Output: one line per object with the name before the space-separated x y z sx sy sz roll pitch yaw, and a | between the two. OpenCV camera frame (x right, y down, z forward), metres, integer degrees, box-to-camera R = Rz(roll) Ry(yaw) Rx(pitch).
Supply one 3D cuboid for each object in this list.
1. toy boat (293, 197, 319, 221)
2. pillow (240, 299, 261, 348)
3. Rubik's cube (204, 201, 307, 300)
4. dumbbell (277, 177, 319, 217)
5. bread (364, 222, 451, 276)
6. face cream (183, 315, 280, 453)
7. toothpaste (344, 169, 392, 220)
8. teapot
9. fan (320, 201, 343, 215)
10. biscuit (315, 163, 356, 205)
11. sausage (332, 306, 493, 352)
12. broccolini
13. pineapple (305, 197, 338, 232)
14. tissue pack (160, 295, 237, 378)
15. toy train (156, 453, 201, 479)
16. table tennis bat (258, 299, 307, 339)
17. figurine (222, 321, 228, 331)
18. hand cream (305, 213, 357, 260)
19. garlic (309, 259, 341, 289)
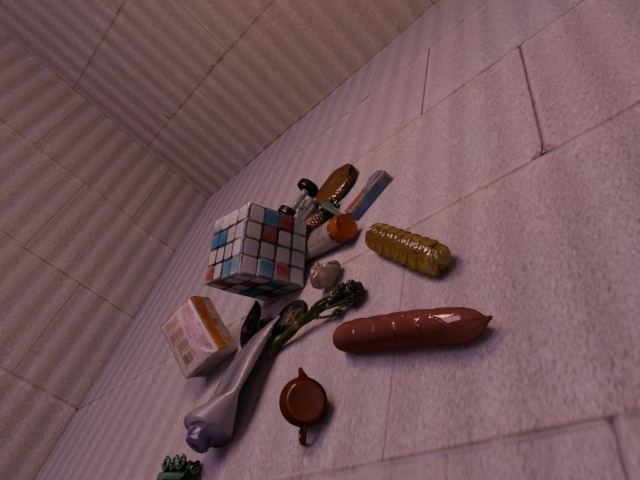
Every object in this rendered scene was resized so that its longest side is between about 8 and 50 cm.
toy boat | -0.122 -0.029 1.911 0.319 0.092 0.141 -56 21 -14
pillow | -0.238 0.286 1.630 0.150 0.048 0.090 -66 -6 25
Rubik's cube | -0.220 0.046 1.666 0.256 0.253 0.259 -23 58 48
dumbbell | -0.096 -0.172 2.091 0.191 0.100 0.100 -54 22 -16
bread | 0.214 0.016 1.238 0.077 0.084 0.367 -9 14 -19
face cream | -0.254 0.419 1.408 0.235 0.137 0.420 -47 9 44
toothpaste | 0.162 -0.158 1.661 0.193 0.044 0.070 -50 20 -4
teapot | -0.042 0.376 1.099 0.116 0.116 0.173 -25 59 45
fan | 0.059 -0.102 1.728 0.038 0.016 0.193 -34 36 -13
biscuit | 0.064 -0.223 1.952 0.226 0.042 0.226 -40 25 23
sausage | 0.167 0.193 1.021 0.433 0.088 0.088 -22 34 48
broccolini | -0.021 0.237 1.357 0.392 0.079 0.074 -45 32 29
pineapple | 0.011 -0.099 1.821 0.159 0.074 0.074 -47 20 -17
tissue pack | -0.431 0.342 1.698 0.185 0.124 0.225 -41 66 14
toy train | -0.398 0.661 1.333 0.170 0.071 0.111 -26 40 42
table tennis bat | -0.124 0.259 1.538 0.236 0.027 0.150 -18 37 48
figurine | -0.447 0.361 1.871 0.178 0.114 0.144 -51 22 16
hand cream | 0.000 0.000 1.651 0.314 0.089 0.139 -23 38 55
garlic | 0.018 0.102 1.458 0.074 0.094 0.113 31 70 27
